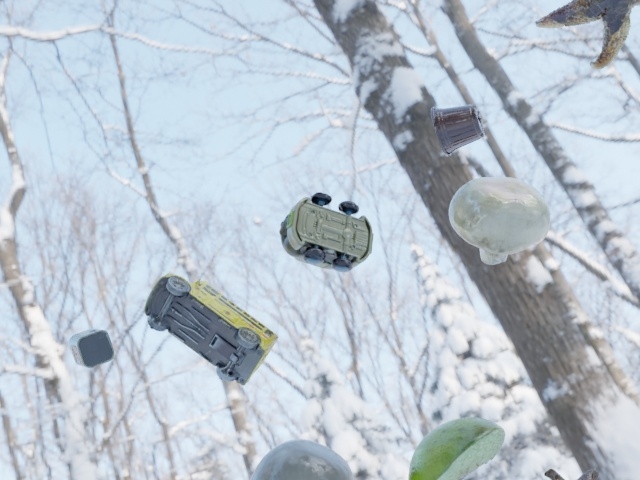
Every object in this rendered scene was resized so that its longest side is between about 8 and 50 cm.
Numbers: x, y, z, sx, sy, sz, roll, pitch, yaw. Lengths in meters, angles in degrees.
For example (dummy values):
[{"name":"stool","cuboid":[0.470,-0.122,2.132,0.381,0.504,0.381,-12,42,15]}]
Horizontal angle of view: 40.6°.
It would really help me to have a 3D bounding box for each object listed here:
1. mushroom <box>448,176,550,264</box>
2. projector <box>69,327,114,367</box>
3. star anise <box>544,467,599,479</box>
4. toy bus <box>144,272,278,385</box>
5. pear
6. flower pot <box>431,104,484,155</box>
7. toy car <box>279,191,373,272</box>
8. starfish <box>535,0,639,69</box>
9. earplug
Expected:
[{"name":"mushroom","cuboid":[0.475,-0.045,2.313,0.254,0.260,0.234,-30,-42,-39]},{"name":"projector","cuboid":[-0.571,0.268,2.159,0.083,0.083,0.082,-21,8,-30]},{"name":"star anise","cuboid":[0.606,0.696,2.096,0.109,0.350,0.292,4,7,36]},{"name":"toy bus","cuboid":[-0.278,0.210,2.198,0.144,0.330,0.152,-58,-8,26]},{"name":"pear","cuboid":[0.337,0.519,2.177,0.288,0.139,0.239,-24,-25,-28]},{"name":"flower pot","cuboid":[0.288,-0.238,1.788,0.089,0.111,0.111,-17,-29,19]},{"name":"toy car","cuboid":[0.000,0.000,2.399,0.247,0.204,0.198,18,-27,-21]},{"name":"starfish","cuboid":[0.452,-0.389,1.363,0.216,0.071,0.238,3,-67,25]},{"name":"earplug","cuboid":[-0.069,0.755,2.382,0.312,0.312,0.394,20,-87,-48]}]
